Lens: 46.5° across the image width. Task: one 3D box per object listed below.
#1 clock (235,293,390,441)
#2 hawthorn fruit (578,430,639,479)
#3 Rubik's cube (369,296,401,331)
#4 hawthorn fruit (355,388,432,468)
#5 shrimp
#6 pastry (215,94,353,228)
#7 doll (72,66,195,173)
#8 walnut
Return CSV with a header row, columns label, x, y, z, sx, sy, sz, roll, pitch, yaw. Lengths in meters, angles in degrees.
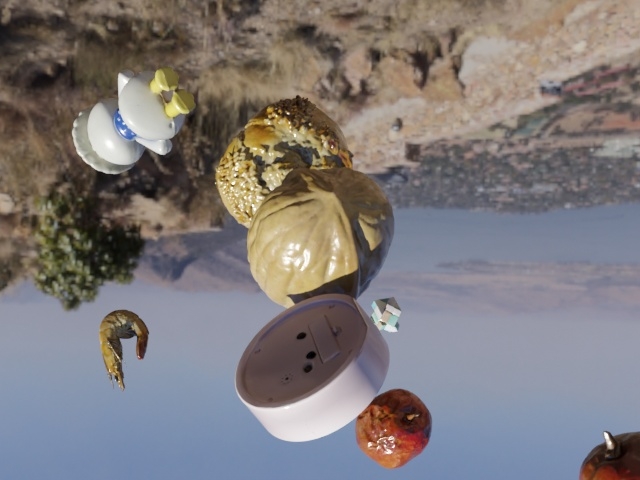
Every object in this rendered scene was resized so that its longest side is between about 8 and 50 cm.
label,x,y,z,sx,sy,sz,roll,pitch,yaw
clock,-0.011,0.161,0.970,0.197,0.197,0.068,-3,131,42
hawthorn fruit,0.515,0.405,1.198,0.215,0.250,0.215,-40,-174,5
Rubik's cube,0.157,0.177,1.801,0.075,0.084,0.073,9,-178,4
hawthorn fruit,0.207,0.478,1.957,0.207,0.207,0.243,4,151,-19
shrimp,-0.388,0.217,1.489,0.095,0.162,0.045,-8,166,-23
pastry,-0.078,-0.161,1.597,0.255,0.311,0.162,38,173,3
doll,-0.293,-0.184,1.158,0.293,0.138,0.119,-20,-165,47
walnut,0.000,0.000,1.112,0.225,0.225,0.261,3,153,-7
